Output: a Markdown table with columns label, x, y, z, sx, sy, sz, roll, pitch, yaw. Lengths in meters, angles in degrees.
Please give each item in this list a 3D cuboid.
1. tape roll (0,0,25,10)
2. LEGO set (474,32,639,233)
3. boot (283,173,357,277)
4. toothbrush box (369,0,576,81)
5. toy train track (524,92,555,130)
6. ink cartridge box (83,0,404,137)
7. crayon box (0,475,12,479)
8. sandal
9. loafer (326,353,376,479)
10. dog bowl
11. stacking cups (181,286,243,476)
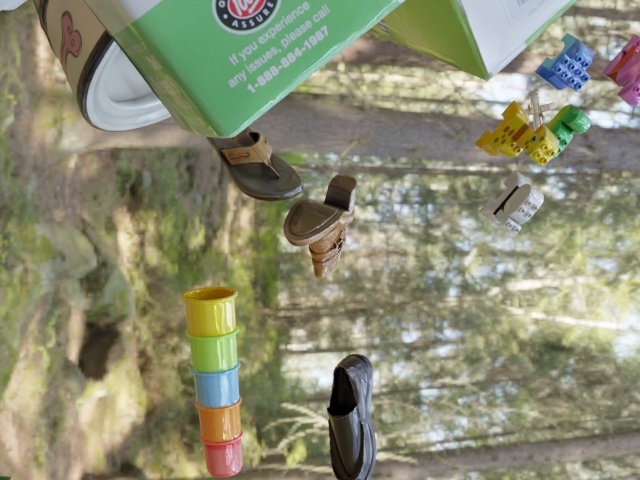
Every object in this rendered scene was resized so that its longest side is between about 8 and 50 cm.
| label | x | y | z | sx | sy | sz | roll | pitch | yaw |
| --- | --- | --- | --- | --- | --- | --- | --- | --- | --- |
| tape roll | -0.479 | -0.495 | 1.267 | 0.169 | 0.246 | 0.246 | -29 | -128 | 15 |
| LEGO set | 0.224 | -0.105 | 0.796 | 0.227 | 0.087 | 0.093 | -51 | -155 | 16 |
| boot | 0.000 | 0.000 | 1.337 | 0.073 | 0.197 | 0.152 | 26 | -51 | 20 |
| toothbrush box | 0.097 | -0.271 | 0.671 | 0.283 | 0.206 | 0.122 | 40 | -11 | 48 |
| toy train track | 0.272 | -0.146 | 1.057 | 0.014 | 0.048 | 0.083 | -95 | 169 | -48 |
| ink cartridge box | -0.064 | -0.226 | 0.402 | 0.289 | 0.211 | 0.121 | 52 | -7 | -20 |
| crayon box | -0.512 | 0.323 | 0.893 | 0.081 | 0.318 | 0.202 | 76 | 20 | -65 |
| sandal | -0.109 | -0.141 | 1.293 | 0.219 | 0.090 | 0.060 | 53 | -23 | 29 |
| loafer | 0.039 | 0.299 | 1.396 | 0.080 | 0.078 | 0.220 | -6 | -99 | 35 |
| dog bowl | -0.137 | -0.306 | 0.940 | 0.150 | 0.408 | 0.408 | 51 | -29 | 4 |
| stacking cups | -0.178 | 0.239 | 1.431 | 0.096 | 0.096 | 0.316 | -151 | -124 | -65 |
